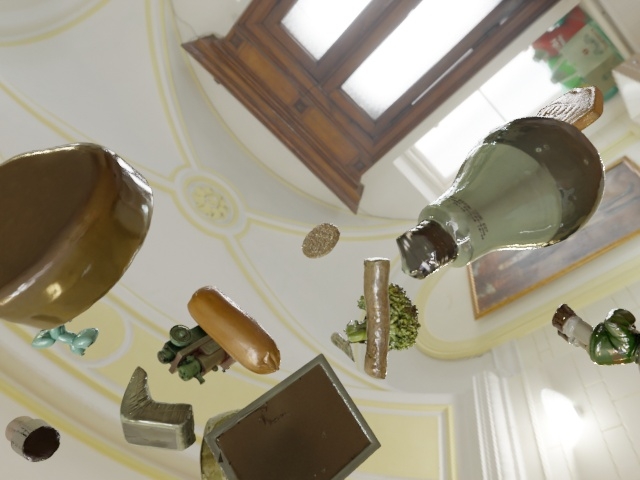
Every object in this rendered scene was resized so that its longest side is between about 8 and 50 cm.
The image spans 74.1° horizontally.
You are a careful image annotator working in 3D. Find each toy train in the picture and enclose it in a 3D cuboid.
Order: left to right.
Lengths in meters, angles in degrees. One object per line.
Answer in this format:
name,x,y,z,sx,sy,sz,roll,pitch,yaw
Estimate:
toy train,-0.443,0.407,1.581,0.221,0.150,0.304,43,-148,15

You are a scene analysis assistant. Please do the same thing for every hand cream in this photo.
hand cream,0.060,0.279,1.138,0.165,0.037,0.057,-174,67,-77

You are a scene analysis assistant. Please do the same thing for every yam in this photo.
yam,0.135,0.185,1.010,0.066,0.066,0.300,-17,-72,-58

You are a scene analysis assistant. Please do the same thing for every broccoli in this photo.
broccoli,0.219,0.247,1.415,0.272,0.180,0.242,-3,-134,-30

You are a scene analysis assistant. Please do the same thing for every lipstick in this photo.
lipstick,-0.683,0.456,0.993,0.077,0.418,0.077,14,-113,-36

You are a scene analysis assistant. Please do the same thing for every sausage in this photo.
sausage,-0.263,0.282,1.315,0.354,0.134,0.116,36,179,17

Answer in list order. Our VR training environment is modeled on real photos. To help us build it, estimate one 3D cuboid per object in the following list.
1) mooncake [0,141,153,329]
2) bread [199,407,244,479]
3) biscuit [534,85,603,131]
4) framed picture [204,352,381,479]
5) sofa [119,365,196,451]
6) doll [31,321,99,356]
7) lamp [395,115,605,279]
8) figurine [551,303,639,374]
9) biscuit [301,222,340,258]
mooncake,-0.327,-0.005,0.525,0.117,0.234,0.235,58,-170,-61
bread,-0.282,0.734,1.429,0.237,0.321,0.321,4,-135,-10
biscuit,0.469,-0.241,0.831,0.029,0.142,0.221,37,-160,-7
framed picture,-0.045,0.376,0.794,0.273,0.016,0.216,-28,-102,-26
sofa,-0.504,0.543,1.355,0.225,0.210,0.176,7,-141,-3
doll,-0.671,0.244,1.113,0.158,0.159,0.059,3,-150,-8
lamp,0.226,-0.066,0.563,0.313,0.182,0.182,-11,-119,-22
figurine,0.695,0.239,0.900,0.370,0.167,0.281,23,160,51
biscuit,0.000,0.000,1.140,0.015,0.120,0.120,51,-157,-40
